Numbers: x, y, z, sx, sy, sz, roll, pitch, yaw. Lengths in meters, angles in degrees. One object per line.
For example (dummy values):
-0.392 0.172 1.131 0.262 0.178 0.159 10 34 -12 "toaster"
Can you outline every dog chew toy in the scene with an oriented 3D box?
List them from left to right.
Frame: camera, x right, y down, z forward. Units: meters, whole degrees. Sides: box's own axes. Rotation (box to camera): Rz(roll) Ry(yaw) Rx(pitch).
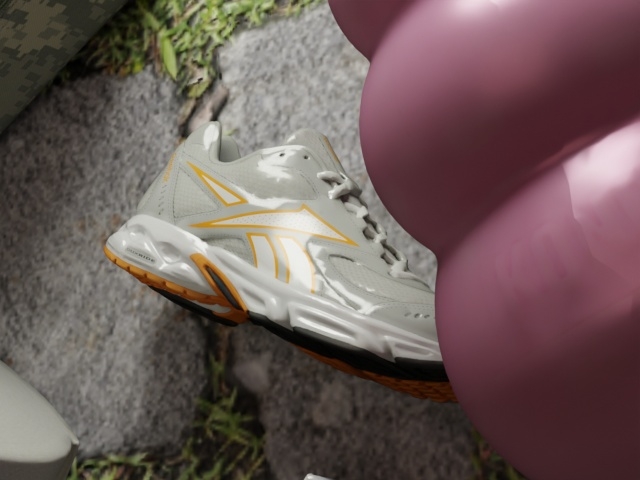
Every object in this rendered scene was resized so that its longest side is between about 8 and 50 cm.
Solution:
0.113 -0.047 0.678 0.206 0.206 0.332 -32 79 16 "dog chew toy"

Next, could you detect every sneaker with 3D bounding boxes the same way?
0.000 0.000 0.821 0.262 0.099 0.121 20 79 31 "sneaker"

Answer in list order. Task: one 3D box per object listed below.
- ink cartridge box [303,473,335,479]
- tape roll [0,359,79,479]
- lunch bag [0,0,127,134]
0.056 0.246 0.745 0.224 0.056 0.181 24 86 13 "ink cartridge box"
-0.316 0.050 0.801 0.392 0.392 0.072 29 89 32 "tape roll"
-0.289 -0.197 0.944 0.305 0.256 0.213 -43 59 10 "lunch bag"
